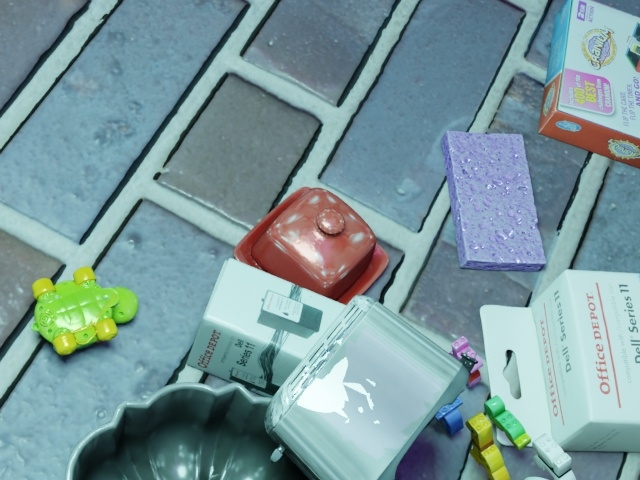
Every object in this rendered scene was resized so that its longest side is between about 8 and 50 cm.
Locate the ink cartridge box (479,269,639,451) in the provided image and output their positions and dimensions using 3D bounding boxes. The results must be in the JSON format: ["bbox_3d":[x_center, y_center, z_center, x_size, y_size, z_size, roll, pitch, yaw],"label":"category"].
[{"bbox_3d":[0.395,0.155,1.422,0.353,0.119,0.207,3,62,-14],"label":"ink cartridge box"}]

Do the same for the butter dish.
[{"bbox_3d":[0.000,0.000,1.393,0.160,0.118,0.160,41,59,9],"label":"butter dish"}]

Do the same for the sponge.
[{"bbox_3d":[0.236,-0.057,1.545,0.117,0.031,0.210,3,62,-15],"label":"sponge"}]

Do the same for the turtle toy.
[{"bbox_3d":[-0.272,0.084,1.298,0.130,0.066,0.095,-17,70,-24],"label":"turtle toy"}]

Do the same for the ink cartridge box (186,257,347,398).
[{"bbox_3d":[-0.039,0.121,1.296,0.208,0.153,0.087,23,60,-2],"label":"ink cartridge box"}]

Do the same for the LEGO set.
[{"bbox_3d":[0.193,0.207,1.313,0.087,0.093,0.227,-32,52,-13],"label":"LEGO set"}]

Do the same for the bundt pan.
[{"bbox_3d":[-0.125,0.322,1.176,0.331,0.124,0.331,7,60,-13],"label":"bundt pan"}]

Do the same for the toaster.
[{"bbox_3d":[0.047,0.159,1.150,0.146,0.129,0.227,39,75,4],"label":"toaster"}]

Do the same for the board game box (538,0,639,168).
[{"bbox_3d":[0.498,-0.220,1.692,0.316,0.064,0.242,19,58,-6],"label":"board game box"}]

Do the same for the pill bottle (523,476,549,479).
[{"bbox_3d":[0.239,0.348,1.294,0.078,0.078,0.137,31,58,2],"label":"pill bottle"}]
